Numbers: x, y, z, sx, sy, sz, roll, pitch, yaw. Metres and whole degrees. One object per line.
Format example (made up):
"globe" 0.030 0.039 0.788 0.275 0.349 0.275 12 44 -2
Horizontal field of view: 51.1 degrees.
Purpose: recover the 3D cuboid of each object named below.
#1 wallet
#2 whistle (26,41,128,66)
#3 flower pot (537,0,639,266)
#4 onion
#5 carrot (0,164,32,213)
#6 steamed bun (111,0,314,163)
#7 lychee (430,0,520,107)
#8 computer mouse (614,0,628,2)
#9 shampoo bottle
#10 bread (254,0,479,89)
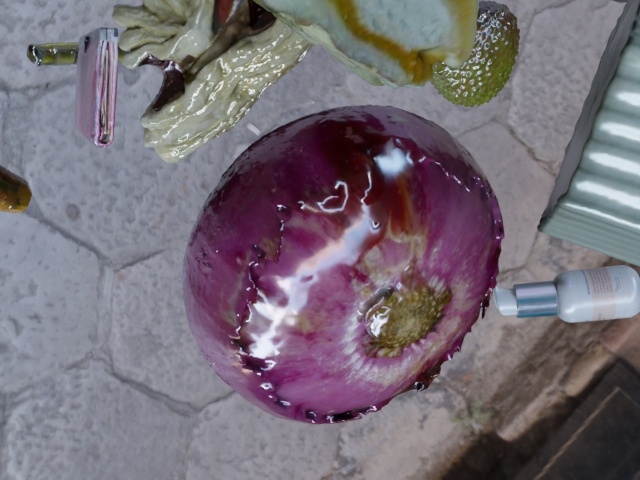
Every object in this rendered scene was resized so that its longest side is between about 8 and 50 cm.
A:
"wallet" -0.257 -0.174 0.758 0.025 0.232 0.119 0 102 -25
"whistle" -0.603 -0.491 1.747 0.057 0.068 0.326 -40 170 39
"flower pot" 0.304 -0.080 0.533 0.189 0.239 0.209 19 145 13
"onion" 0.011 0.028 0.754 0.358 0.345 0.358 -4 96 -40
"carrot" -0.561 -0.127 0.973 0.066 0.066 0.314 -44 142 6
"steamed bun" -0.193 -0.335 1.092 0.428 0.247 0.189 -32 156 29
"lychee" 0.374 -0.500 1.702 0.270 0.270 0.320 -36 103 1
"computer mouse" 0.327 -0.300 0.702 0.039 0.066 0.096 -13 96 -25
"shampoo bottle" 0.342 0.080 0.935 0.192 0.074 0.074 -8 119 9
"bread" -0.021 -0.295 0.539 0.210 0.341 0.300 -53 142 11
